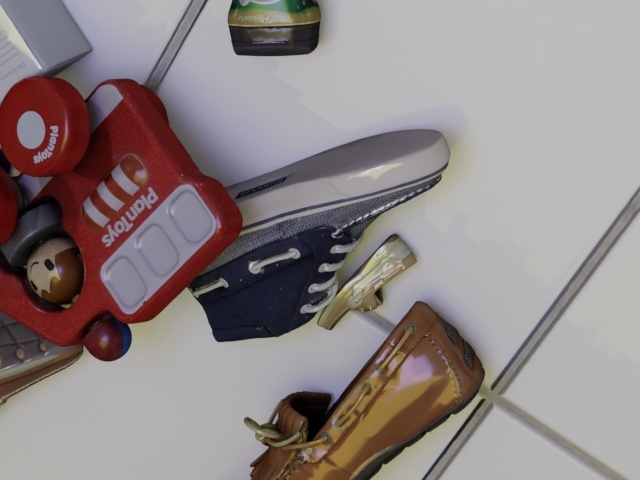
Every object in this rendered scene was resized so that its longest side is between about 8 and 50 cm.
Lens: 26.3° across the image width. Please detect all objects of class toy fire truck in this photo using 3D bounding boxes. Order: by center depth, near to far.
[{"bbox_3d":[-0.244,-0.015,1.422,0.302,0.169,0.254,-44,71,25],"label":"toy fire truck"}]

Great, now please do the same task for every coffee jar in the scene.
[{"bbox_3d":[-0.049,-0.278,1.383,0.096,0.079,0.184,1,107,11],"label":"coffee jar"}]

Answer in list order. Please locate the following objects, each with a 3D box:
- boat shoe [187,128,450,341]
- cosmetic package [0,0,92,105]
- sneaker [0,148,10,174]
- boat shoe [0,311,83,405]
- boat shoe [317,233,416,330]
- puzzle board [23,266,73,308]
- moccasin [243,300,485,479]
[{"bbox_3d":[0.000,0.000,1.447,0.340,0.127,0.158,-16,108,27],"label":"boat shoe"},{"bbox_3d":[-0.408,-0.228,1.453,0.224,0.138,0.225,-29,97,20],"label":"cosmetic package"},{"bbox_3d":[-0.422,-0.038,1.559,0.089,0.051,0.170,25,94,27],"label":"sneaker"},{"bbox_3d":[-0.422,0.159,1.606,0.324,0.123,0.116,-16,137,9],"label":"boat shoe"},{"bbox_3d":[0.050,0.054,1.481,0.045,0.050,0.135,43,112,3],"label":"boat shoe"},{"bbox_3d":[-0.302,0.035,1.557,0.128,0.011,0.096,25,84,4],"label":"puzzle board"},{"bbox_3d":[-0.001,0.213,1.496,0.380,0.139,0.147,-41,93,21],"label":"moccasin"}]
